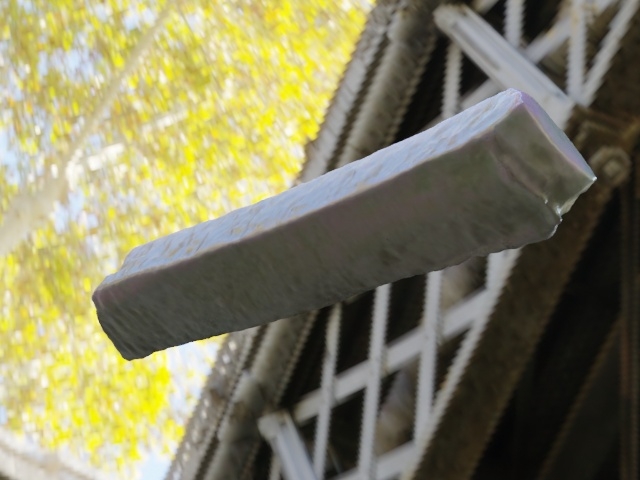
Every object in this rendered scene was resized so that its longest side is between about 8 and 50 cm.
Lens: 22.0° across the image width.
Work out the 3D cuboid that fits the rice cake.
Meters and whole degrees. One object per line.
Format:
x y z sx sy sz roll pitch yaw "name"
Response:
0.000 0.000 0.934 0.365 0.056 0.073 -21 -65 42 "rice cake"
